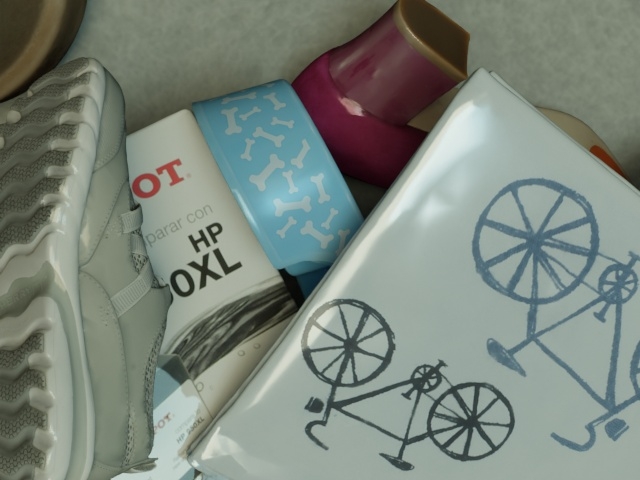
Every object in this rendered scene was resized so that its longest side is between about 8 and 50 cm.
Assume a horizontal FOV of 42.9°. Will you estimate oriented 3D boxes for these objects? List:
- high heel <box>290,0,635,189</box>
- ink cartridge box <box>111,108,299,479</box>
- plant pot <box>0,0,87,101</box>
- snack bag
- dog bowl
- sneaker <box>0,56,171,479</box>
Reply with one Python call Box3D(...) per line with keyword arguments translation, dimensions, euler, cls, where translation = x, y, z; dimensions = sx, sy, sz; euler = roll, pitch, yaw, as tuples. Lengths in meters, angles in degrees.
Box3D(translation=(0.143, -0.053, 0.745), dimensions=(0.377, 0.127, 0.181), euler=(39, 135, -18), cls="high heel")
Box3D(translation=(-0.146, 0.139, 0.639), dimensions=(0.286, 0.166, 0.394), euler=(-29, 94, -21), cls="ink cartridge box")
Box3D(translation=(-0.325, -0.199, 0.575), dimensions=(0.263, 0.229, 0.262), euler=(1, 111, 2), cls="plant pot")
Box3D(translation=(0.129, 0.107, 0.583), dimensions=(0.323, 0.037, 0.342), euler=(34, 98, -15), cls="snack bag")
Box3D(translation=(0.000, 0.000, 0.657), dimensions=(0.074, 0.166, 0.297), euler=(-29, 126, 1), cls="dog bowl")
Box3D(translation=(-0.154, 0.021, 0.527), dimensions=(0.105, 0.115, 0.281), euler=(-9, 74, 32), cls="sneaker")
